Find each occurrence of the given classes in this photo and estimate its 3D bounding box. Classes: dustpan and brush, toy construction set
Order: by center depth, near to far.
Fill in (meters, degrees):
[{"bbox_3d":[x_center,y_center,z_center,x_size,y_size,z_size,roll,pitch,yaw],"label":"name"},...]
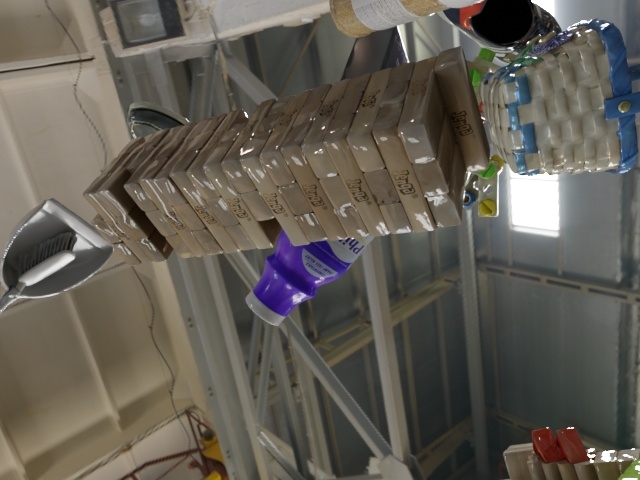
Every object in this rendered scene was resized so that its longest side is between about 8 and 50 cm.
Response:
[{"bbox_3d":[-0.414,0.051,0.734,0.211,0.060,0.147,-33,-35,0],"label":"dustpan and brush"},{"bbox_3d":[0.300,-0.224,0.971,0.327,0.215,0.151,-63,-18,2],"label":"toy construction set"}]

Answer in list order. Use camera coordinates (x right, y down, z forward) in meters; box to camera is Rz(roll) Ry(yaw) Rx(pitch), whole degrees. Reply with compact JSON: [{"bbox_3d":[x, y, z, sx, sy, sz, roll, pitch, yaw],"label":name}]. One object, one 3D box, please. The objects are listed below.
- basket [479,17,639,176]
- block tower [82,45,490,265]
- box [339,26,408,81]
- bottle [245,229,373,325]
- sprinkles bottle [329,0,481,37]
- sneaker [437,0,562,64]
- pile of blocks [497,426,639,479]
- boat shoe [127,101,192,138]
[{"bbox_3d":[0.379,-0.195,0.697,0.255,0.289,0.201,-71,-30,-71],"label":"basket"},{"bbox_3d":[-0.044,-0.053,0.424,0.091,0.335,0.097,60,-146,-35],"label":"block tower"},{"bbox_3d":[0.133,-0.349,1.213,0.184,0.103,0.261,54,-136,-45],"label":"box"},{"bbox_3d":[0.000,0.000,0.771,0.118,0.092,0.283,38,-85,-26],"label":"bottle"},{"bbox_3d":[0.143,-0.431,0.875,0.121,0.355,0.121,-6,-77,-25],"label":"sprinkles bottle"},{"bbox_3d":[0.381,-0.412,1.006,0.350,0.148,0.131,7,-61,-32],"label":"sneaker"},{"bbox_3d":[0.264,0.255,0.523,0.149,0.362,0.112,-7,-105,-25],"label":"pile of blocks"},{"bbox_3d":[-0.237,-0.108,0.918,0.319,0.116,0.099,60,-141,-54],"label":"boat shoe"}]
